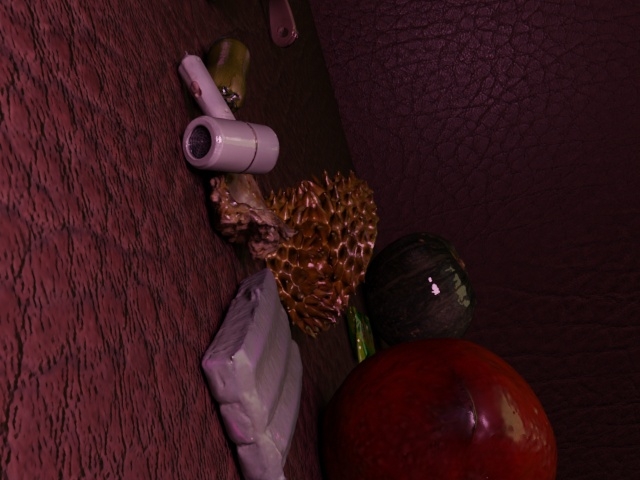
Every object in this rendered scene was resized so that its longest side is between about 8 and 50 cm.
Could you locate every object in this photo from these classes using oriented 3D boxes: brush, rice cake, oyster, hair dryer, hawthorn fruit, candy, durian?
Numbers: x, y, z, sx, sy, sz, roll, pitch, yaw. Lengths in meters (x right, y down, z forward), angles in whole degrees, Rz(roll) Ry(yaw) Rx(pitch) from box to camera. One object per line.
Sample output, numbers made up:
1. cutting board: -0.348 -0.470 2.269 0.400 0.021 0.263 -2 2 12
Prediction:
1. brush: -0.101 -0.496 1.751 0.067 0.072 0.313 5 72 -59
2. rice cake: -0.051 0.105 0.830 0.237 0.043 0.127 -84 157 -75
3. oyster: -0.069 -0.032 0.932 0.105 0.056 0.177 62 8 -10
4. hair dryer: -0.100 -0.119 0.878 0.082 0.047 0.137 2 51 -52
5. hawthorn fruit: 0.124 0.232 1.136 0.307 0.265 0.265 -121 -169 -62
6. candy: 0.074 0.176 1.791 0.178 0.032 0.102 42 34 -79
7. durian: 0.000 0.000 1.162 0.139 0.144 0.252 87 -7 -51

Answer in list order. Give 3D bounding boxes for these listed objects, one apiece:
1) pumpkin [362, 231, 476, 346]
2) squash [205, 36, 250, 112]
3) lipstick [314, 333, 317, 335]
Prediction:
1. pumpkin: 0.237 0.132 2.297 0.291 0.257 0.327 64 11 11
2. squash: -0.098 -0.168 1.006 0.183 0.052 0.052 -96 169 -63
3. lipstick: -0.014 0.071 1.266 0.037 0.037 0.116 -79 157 -76
